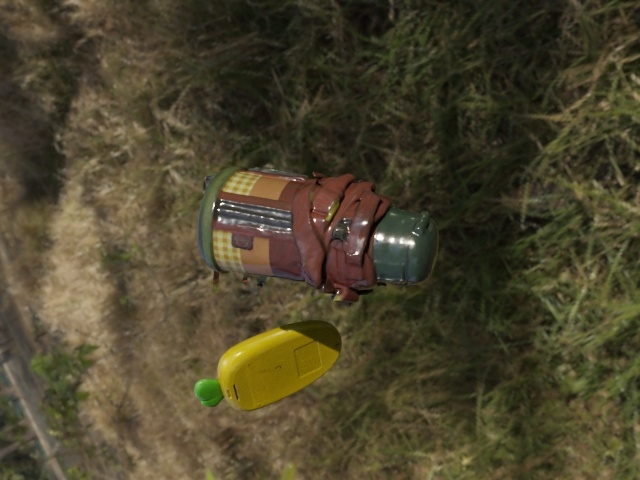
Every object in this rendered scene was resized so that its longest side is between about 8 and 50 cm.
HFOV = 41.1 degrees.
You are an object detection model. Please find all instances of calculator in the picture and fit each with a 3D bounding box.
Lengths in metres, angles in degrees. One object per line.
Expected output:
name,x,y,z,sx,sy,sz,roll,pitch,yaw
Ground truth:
calculator,-0.075,0.192,1.280,0.032,0.235,0.146,54,161,44

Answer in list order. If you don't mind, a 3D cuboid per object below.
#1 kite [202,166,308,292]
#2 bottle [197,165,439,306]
kite,-0.136,-0.013,1.471,0.310,0.169,0.015,110,153,-43
bottle,0.000,0.000,0.994,0.271,0.143,0.156,10,125,17
